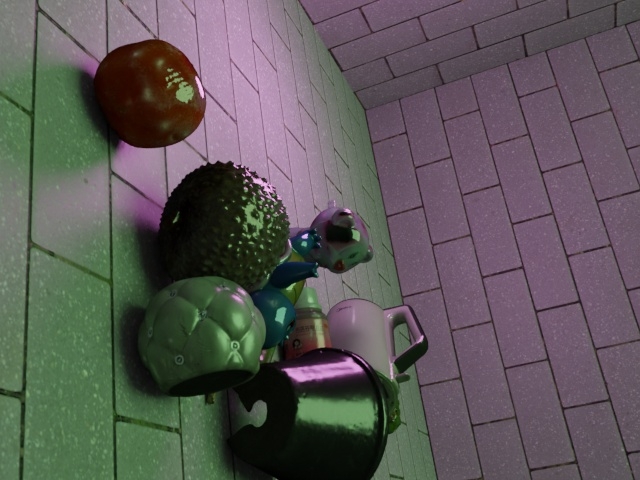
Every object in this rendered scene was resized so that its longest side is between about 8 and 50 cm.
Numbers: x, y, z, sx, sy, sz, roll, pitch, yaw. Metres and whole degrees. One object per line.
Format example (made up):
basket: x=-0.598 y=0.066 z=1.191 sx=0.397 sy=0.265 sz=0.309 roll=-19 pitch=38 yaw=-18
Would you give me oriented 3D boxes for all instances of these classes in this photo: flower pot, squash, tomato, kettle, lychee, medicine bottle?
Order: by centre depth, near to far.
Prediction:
flower pot: x=-0.228 y=0.184 z=1.398 sx=0.246 sy=0.246 sz=0.195 roll=42 pitch=30 yaw=-62
tomato: x=-0.351 y=-0.296 z=1.493 sx=0.188 sy=0.232 sz=0.231 roll=-51 pitch=127 yaw=-44
lychee: x=-0.211 y=-0.018 z=1.556 sx=0.300 sy=0.300 sz=0.299 roll=-16 pitch=90 yaw=-74
flower pot: x=-0.052 y=0.410 z=1.670 sx=0.251 sy=0.380 sz=0.379 roll=27 pitch=46 yaw=-46
squash: x=-0.150 y=0.285 z=1.871 sx=0.229 sy=0.066 sz=0.066 roll=-69 pitch=140 yaw=-64
medicine bottle: x=-0.044 y=0.267 z=2.112 sx=0.147 sy=0.147 sz=0.246 roll=40 pitch=38 yaw=-64
kettle: x=0.163 y=0.356 z=2.294 sx=0.376 sy=0.361 sz=0.250 roll=-84 pitch=150 yaw=-59

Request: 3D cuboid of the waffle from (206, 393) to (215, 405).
waffle: x=-0.251 y=0.280 z=1.611 sx=0.152 sy=0.023 sz=0.097 roll=-84 pitch=152 yaw=-52

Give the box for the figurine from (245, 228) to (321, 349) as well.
figurine: x=-0.110 y=0.090 z=1.844 sx=0.243 sy=0.298 sz=0.416 roll=13 pitch=42 yaw=-28

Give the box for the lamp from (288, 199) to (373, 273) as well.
lamp: x=0.000 y=0.000 z=2.224 sx=0.247 sy=0.301 sz=0.247 roll=58 pitch=22 yaw=-45

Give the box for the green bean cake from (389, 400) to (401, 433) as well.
green bean cake: x=0.155 y=0.544 z=2.394 sx=0.113 sy=0.215 sz=0.200 roll=66 pitch=16 yaw=-49
